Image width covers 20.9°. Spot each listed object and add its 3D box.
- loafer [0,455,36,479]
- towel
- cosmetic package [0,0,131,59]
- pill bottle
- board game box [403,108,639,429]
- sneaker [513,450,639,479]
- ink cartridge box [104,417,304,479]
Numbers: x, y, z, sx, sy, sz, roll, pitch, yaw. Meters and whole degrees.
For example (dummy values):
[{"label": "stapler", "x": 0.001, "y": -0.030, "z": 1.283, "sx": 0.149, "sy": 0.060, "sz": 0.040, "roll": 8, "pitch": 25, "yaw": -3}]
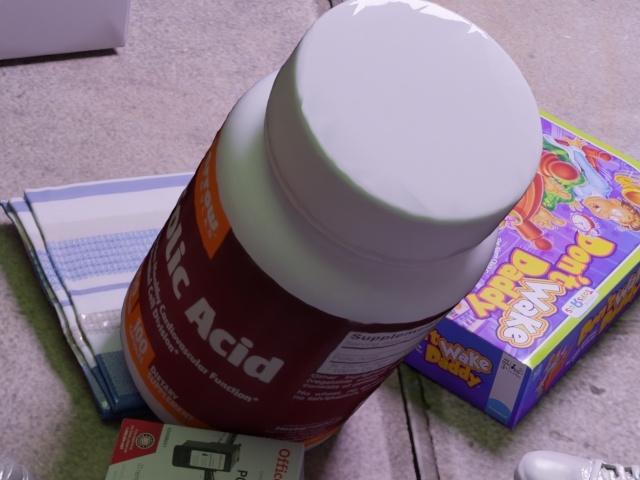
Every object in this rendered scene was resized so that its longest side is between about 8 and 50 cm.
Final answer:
[{"label": "loafer", "x": -0.284, "y": 0.285, "z": 1.200, "sx": 0.111, "sy": 0.112, "sz": 0.319, "roll": -14, "pitch": 32, "yaw": 26}, {"label": "towel", "x": -0.149, "y": 0.043, "z": 1.565, "sx": 0.209, "sy": 0.034, "sz": 0.285, "roll": -9, "pitch": 46, "yaw": -27}, {"label": "cosmetic package", "x": -0.404, "y": -0.297, "z": 1.804, "sx": 0.385, "sy": 0.156, "sz": 0.217, "roll": -12, "pitch": 43, "yaw": -25}, {"label": "pill bottle", "x": 0.000, "y": 0.000, "z": 1.337, "sx": 0.224, "sy": 0.392, "sz": 0.224, "roll": 11, "pitch": 57, "yaw": -18}, {"label": "board game box", "x": 0.181, "y": 0.006, "z": 1.658, "sx": 0.233, "sy": 0.078, "sz": 0.347, "roll": 31, "pitch": 43, "yaw": 21}, {"label": "sneaker", "x": 0.267, "y": 0.208, "z": 1.428, "sx": 0.212, "sy": 0.094, "sz": 0.080, "roll": 21, "pitch": 42, "yaw": 11}, {"label": "ink cartridge box", "x": -0.091, "y": 0.204, "z": 1.352, "sx": 0.150, "sy": 0.063, "sz": 0.109, "roll": 7, "pitch": 38, "yaw": 3}]
